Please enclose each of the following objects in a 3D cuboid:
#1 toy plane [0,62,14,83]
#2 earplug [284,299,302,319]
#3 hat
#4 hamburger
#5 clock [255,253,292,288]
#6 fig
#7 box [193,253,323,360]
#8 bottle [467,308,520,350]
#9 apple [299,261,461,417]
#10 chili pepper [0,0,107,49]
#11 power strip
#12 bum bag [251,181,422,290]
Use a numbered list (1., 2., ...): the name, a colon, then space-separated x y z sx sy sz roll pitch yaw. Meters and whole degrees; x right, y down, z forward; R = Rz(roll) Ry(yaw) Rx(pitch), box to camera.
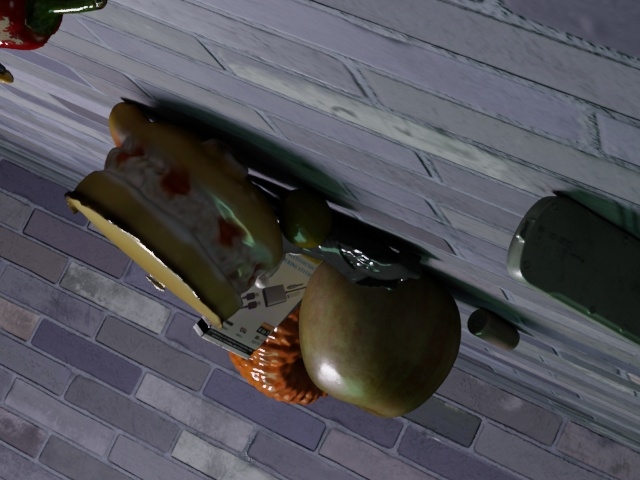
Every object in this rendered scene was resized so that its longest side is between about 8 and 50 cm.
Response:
1. toy plane: -0.499 -0.276 1.463 0.316 0.103 0.204 20 176 -3
2. earplug: -0.113 0.043 2.087 0.175 0.214 0.325 40 178 41
3. hat: -0.118 0.131 2.464 0.400 0.285 0.285 27 176 40
4. hamburger: -0.186 -0.044 1.617 0.302 0.186 0.261 29 164 33
5. clock: -0.125 -0.003 1.894 0.229 0.156 0.063 2 171 7
6. fig: -0.024 -0.034 1.630 0.074 0.074 0.088 19 153 47
7. box: -0.082 0.077 1.980 0.129 0.247 0.033 32 -169 -48
8. bottle: 0.280 0.146 2.000 0.096 0.045 0.045 30 172 -42
9. apple: 0.085 0.143 1.918 0.257 0.234 0.257 24 177 1
10. chili pepper: -0.363 -0.256 1.117 0.368 0.092 0.137 24 163 -1
11. power strip: 0.255 0.038 1.054 0.227 0.080 0.029 28 176 -19
12. bum bag: 0.000 0.000 1.773 0.326 0.080 0.142 24 170 20
